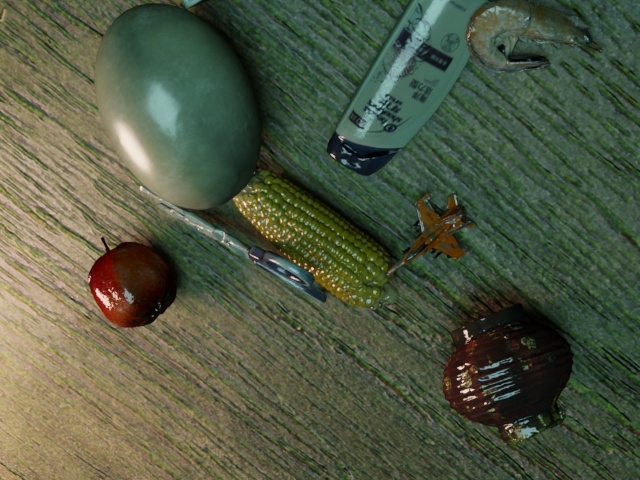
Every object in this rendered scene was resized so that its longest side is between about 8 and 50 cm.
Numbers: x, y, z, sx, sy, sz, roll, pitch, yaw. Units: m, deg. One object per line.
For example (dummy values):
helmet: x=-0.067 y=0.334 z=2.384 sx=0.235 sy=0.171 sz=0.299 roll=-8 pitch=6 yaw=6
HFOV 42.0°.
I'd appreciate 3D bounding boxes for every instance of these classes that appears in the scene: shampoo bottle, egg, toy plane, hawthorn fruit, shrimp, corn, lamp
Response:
shampoo bottle: x=0.148 y=-0.267 z=1.379 sx=0.134 sy=0.078 sz=0.360 roll=26 pitch=116 yaw=-11
egg: x=-0.233 y=-0.218 z=1.384 sx=0.258 sy=0.258 sz=0.352 roll=-12 pitch=120 yaw=17
toy plane: x=0.187 y=0.000 z=1.481 sx=0.188 sy=0.062 sz=0.135 roll=-38 pitch=102 yaw=5
hawthorn fruit: x=-0.375 y=0.071 z=1.614 sx=0.157 sy=0.157 sz=0.194 roll=-42 pitch=81 yaw=25
shrimp: x=0.335 y=-0.311 z=1.312 sx=0.223 sy=0.048 sz=0.126 roll=11 pitch=129 yaw=-11
corn: x=0.000 y=0.000 z=1.502 sx=0.347 sy=0.130 sz=0.130 roll=39 pitch=116 yaw=-4
lamp: x=0.334 y=0.239 z=1.477 sx=0.246 sy=0.247 sz=0.247 roll=5 pitch=114 yaw=11

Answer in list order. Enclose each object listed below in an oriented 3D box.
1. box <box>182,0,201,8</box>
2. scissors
box: x=-0.161 y=-0.527 z=1.314 sx=0.225 sy=0.117 sz=0.225 roll=-23 pitch=106 yaw=21
scissors: x=-0.162 y=0.002 z=1.522 sx=0.383 sy=0.256 sz=0.029 roll=30 pitch=82 yaw=11
